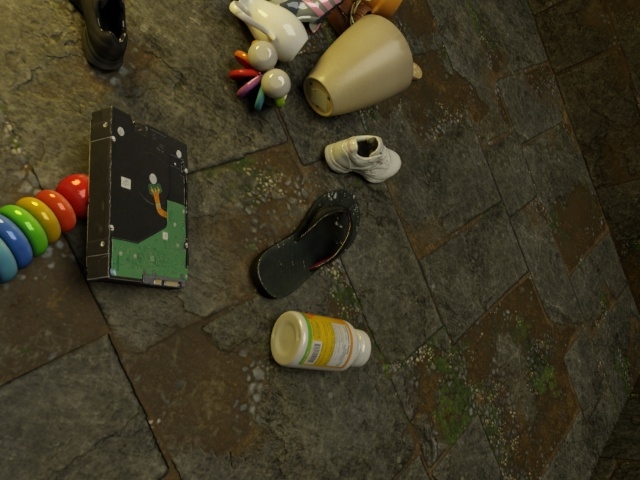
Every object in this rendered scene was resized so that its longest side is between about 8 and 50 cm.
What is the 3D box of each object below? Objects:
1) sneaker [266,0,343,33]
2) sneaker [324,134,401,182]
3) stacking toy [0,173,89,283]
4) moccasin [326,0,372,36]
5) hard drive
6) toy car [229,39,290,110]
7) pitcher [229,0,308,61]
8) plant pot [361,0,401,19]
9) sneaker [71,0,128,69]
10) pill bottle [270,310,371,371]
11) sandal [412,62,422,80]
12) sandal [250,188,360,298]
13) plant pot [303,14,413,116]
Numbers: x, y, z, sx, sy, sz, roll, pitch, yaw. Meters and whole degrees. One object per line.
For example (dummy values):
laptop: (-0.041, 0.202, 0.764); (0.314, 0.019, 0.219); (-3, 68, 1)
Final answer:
sneaker: (-0.007, -0.690, 1.501); (0.319, 0.112, 0.130); (-21, 118, -11)
sneaker: (0.163, -0.251, 1.558); (0.305, 0.152, 0.114); (-1, 78, -42)
stacking toy: (-0.535, -0.025, 0.920); (0.141, 0.141, 0.330); (55, 46, -16)
moccasin: (0.114, -0.712, 1.634); (0.139, 0.147, 0.379); (-41, 106, -39)
hard drive: (-0.369, -0.074, 1.053); (0.237, 0.064, 0.338); (20, 63, -65)
toy car: (-0.165, -0.425, 1.341); (0.136, 0.159, 0.181); (-27, 99, -7)
pitcher: (-0.143, -0.573, 1.366); (0.207, 0.125, 0.177); (37, 32, -14)
plant pot: (0.178, -0.878, 1.715); (0.188, 0.205, 0.204); (19, 66, -20)
sneaker: (-0.474, -0.523, 1.093); (0.109, 0.130, 0.286); (-23, 93, -40)
pill bottle: (0.008, 0.264, 1.303); (0.246, 0.136, 0.136); (17, 69, -37)
sandal: (0.300, -0.639, 1.822); (0.240, 0.079, 0.088); (2, 78, -40)
sandal: (0.000, 0.003, 1.381); (0.446, 0.107, 0.167); (-45, 109, -38)
plant pot: (0.091, -0.489, 1.518); (0.274, 0.257, 0.256); (-40, 106, -24)
